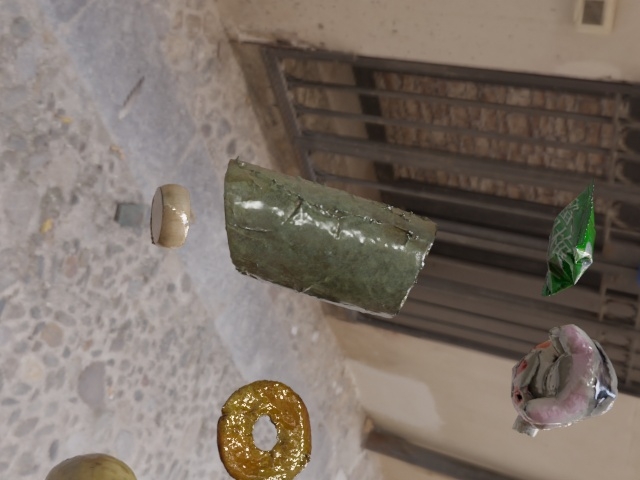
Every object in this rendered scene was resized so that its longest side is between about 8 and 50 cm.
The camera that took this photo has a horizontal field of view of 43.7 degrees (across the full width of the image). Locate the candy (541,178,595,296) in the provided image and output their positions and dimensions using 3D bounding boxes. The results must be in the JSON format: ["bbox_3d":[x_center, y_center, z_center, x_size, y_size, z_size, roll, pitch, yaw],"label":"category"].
[{"bbox_3d":[0.466,0.002,1.464,0.203,0.078,0.141,94,2,-57],"label":"candy"}]

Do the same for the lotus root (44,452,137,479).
[{"bbox_3d":[-0.256,0.342,0.864,0.146,0.284,0.160,10,107,-25],"label":"lotus root"}]

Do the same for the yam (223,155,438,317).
[{"bbox_3d":[0.000,0.000,1.120,0.168,0.304,0.168,-164,-90,-85],"label":"yam"}]

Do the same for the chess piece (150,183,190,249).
[{"bbox_3d":[-0.188,-0.030,0.998,0.038,0.083,0.084,6,97,-24],"label":"chess piece"}]

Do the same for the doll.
[{"bbox_3d":[0.289,0.168,0.958,0.192,0.095,0.149,94,20,-79],"label":"doll"}]

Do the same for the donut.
[{"bbox_3d":[-0.095,0.331,1.360,0.065,0.162,0.178,97,-4,-67],"label":"donut"}]
